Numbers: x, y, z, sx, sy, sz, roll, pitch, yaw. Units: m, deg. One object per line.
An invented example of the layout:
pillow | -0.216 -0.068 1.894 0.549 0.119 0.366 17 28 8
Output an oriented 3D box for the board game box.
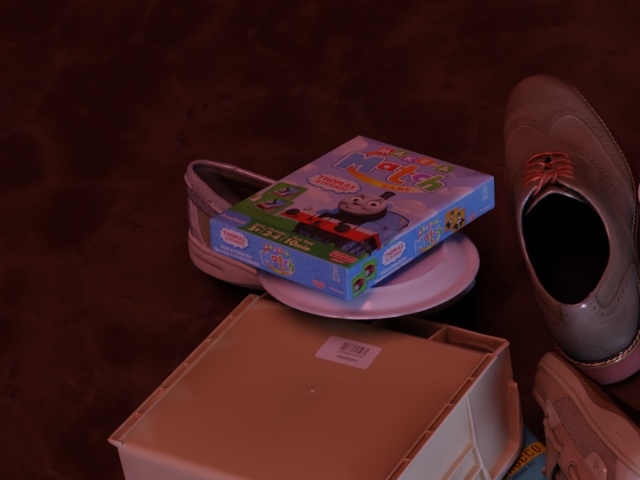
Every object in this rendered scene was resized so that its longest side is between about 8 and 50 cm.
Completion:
board game box | 0.030 -0.024 1.781 0.160 0.039 0.211 19 34 36

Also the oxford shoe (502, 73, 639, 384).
oxford shoe | 0.232 -0.042 1.836 0.123 0.130 0.348 -20 50 10

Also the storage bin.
storage bin | 0.001 0.172 1.705 0.262 0.123 0.260 13 40 32

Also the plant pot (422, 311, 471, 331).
plant pot | 0.044 0.149 1.847 0.236 0.032 0.236 -13 51 17

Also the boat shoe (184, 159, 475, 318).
boat shoe | 0.000 -0.002 1.910 0.320 0.103 0.118 16 39 35

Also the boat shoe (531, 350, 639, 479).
boat shoe | 0.225 0.176 1.639 0.098 0.109 0.302 -54 16 5

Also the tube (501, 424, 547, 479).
tube | 0.199 0.226 1.714 0.080 0.052 0.207 -33 43 -17

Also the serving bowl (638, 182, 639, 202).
serving bowl | 0.341 -0.043 1.856 0.083 0.027 0.083 -12 51 16

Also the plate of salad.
plate of salad | 0.043 0.027 1.777 0.199 0.048 0.200 -2 29 1
